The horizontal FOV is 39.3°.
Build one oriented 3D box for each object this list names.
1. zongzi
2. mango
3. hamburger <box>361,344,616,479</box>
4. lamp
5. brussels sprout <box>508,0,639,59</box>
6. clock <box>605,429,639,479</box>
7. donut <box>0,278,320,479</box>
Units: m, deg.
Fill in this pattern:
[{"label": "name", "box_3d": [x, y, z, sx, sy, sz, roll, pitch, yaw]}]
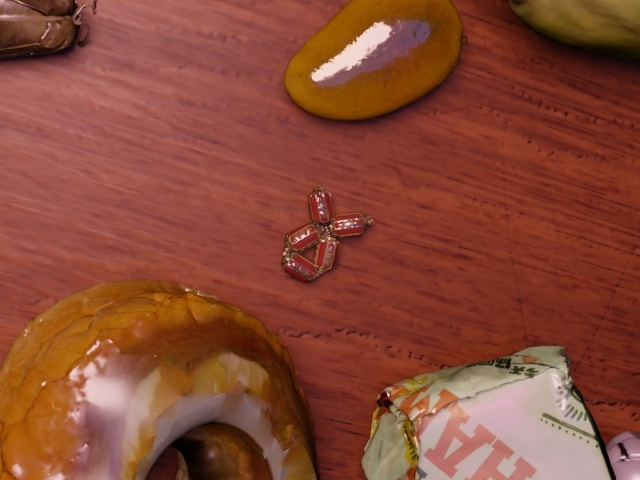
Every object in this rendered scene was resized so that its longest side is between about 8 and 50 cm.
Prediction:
[{"label": "zongzi", "box_3d": [-0.287, -0.141, 0.694, 0.187, 0.084, 0.184, 18, 108, -19]}, {"label": "mango", "box_3d": [0.045, -0.158, 0.766, 0.161, 0.076, 0.103, -28, 108, -5]}, {"label": "hamburger", "box_3d": [0.152, 0.222, 0.822, 0.214, 0.125, 0.235, -19, 98, -4]}, {"label": "lamp", "box_3d": [0.000, 0.000, 0.802, 0.063, 0.031, 0.083, 31, 93, -14]}, {"label": "brussels sprout", "box_3d": [0.241, -0.294, 0.704, 0.344, 0.344, 0.268, 35, 124, -15]}, {"label": "clock", "box_3d": [0.341, 0.268, 0.894, 0.176, 0.080, 0.117, 24, 93, -17]}, {"label": "donut", "box_3d": [-0.123, 0.199, 0.692, 0.330, 0.160, 0.330, -5, 98, -35]}]
